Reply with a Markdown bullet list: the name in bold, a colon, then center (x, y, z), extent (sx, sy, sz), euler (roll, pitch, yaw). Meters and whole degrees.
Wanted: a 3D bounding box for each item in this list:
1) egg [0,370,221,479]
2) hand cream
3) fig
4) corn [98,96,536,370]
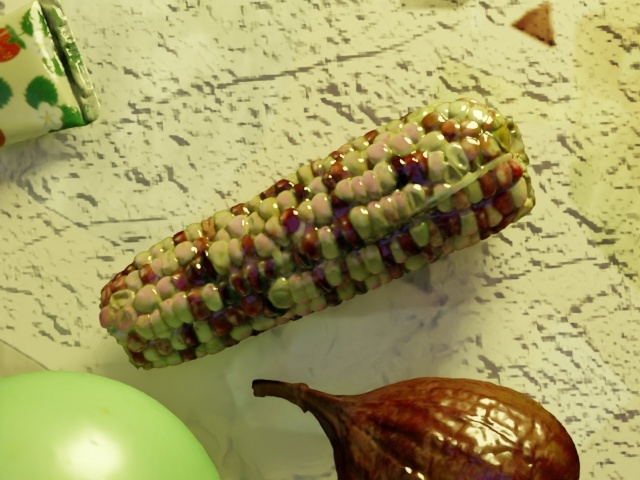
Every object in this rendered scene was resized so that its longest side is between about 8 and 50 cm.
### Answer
- **egg**: center (-0.166, 0.200, 0.658), extent (0.220, 0.220, 0.270), euler (37, 97, 7)
- **hand cream**: center (-0.286, -0.073, 0.785), extent (0.276, 0.059, 0.095), euler (-22, 84, -4)
- **fig**: center (0.048, 0.120, 0.708), extent (0.201, 0.134, 0.146), euler (40, 77, 16)
- **corn**: center (0.000, 0.000, 0.745), extent (0.280, 0.092, 0.092), euler (-26, 82, 5)
